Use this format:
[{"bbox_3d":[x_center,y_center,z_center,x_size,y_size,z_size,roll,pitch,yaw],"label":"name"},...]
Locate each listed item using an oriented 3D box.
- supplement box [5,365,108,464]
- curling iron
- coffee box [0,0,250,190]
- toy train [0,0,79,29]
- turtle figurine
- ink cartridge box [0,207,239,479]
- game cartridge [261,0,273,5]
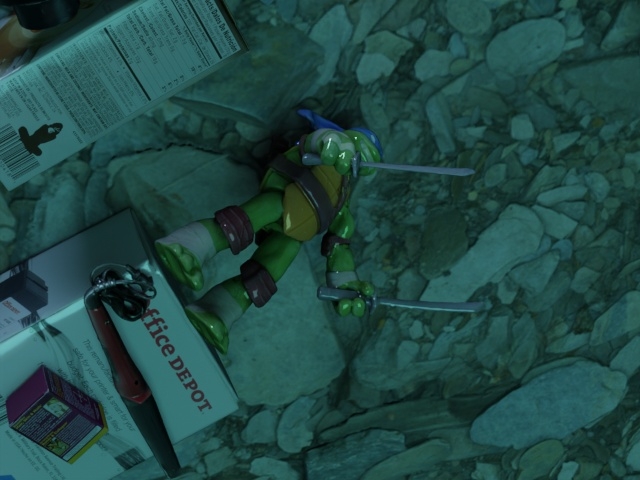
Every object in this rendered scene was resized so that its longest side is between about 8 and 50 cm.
[{"bbox_3d":[-0.256,0.171,1.094,0.055,0.043,0.083,-41,125,6],"label":"supplement box"},{"bbox_3d":[-0.174,0.138,1.111,0.068,0.035,0.274,-16,123,-11],"label":"curling iron"},{"bbox_3d":[-0.204,-0.168,1.007,0.246,0.141,0.098,-31,126,-2],"label":"coffee box"},{"bbox_3d":[-0.247,-0.334,0.856,0.142,0.190,0.334,-7,128,11],"label":"toy train"},{"bbox_3d":[0.000,0.000,1.078,0.266,0.274,0.198,-36,165,-19],"label":"turtle figurine"},{"bbox_3d":[-0.273,0.142,1.177,0.307,0.129,0.223,-28,125,-3],"label":"ink cartridge box"},{"bbox_3d":[-0.059,-0.265,1.068,0.056,0.017,0.083,-44,131,18],"label":"game cartridge"}]
